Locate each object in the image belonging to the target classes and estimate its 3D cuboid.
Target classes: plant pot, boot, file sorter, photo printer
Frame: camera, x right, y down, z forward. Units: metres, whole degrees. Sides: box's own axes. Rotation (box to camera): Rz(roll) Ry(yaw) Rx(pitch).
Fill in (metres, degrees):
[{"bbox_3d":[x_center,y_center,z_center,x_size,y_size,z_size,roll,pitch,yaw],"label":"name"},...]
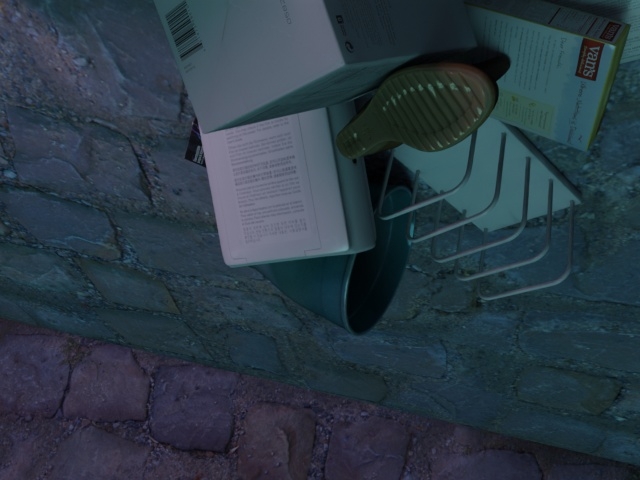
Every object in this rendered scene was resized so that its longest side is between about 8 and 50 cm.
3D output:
[{"bbox_3d":[0.000,0.000,1.168,0.255,0.272,0.272,19,153,24],"label":"plant pot"},{"bbox_3d":[0.146,-0.171,0.720,0.248,0.207,0.090,-8,113,60],"label":"boot"},{"bbox_3d":[0.250,-0.053,1.028,0.277,0.173,0.192,35,144,-28],"label":"file sorter"},{"bbox_3d":[-0.058,-0.123,0.980,0.256,0.308,0.107,-9,-176,32],"label":"photo printer"}]

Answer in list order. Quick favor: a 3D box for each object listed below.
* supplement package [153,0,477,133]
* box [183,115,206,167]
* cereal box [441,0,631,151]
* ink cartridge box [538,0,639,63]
[{"bbox_3d":[-0.004,-0.252,0.678,0.198,0.262,0.199,-15,97,41],"label":"supplement package"},{"bbox_3d":[-0.165,-0.161,1.192,0.162,0.029,0.116,21,148,-10],"label":"box"},{"bbox_3d":[0.240,-0.220,0.806,0.240,0.047,0.173,27,155,24],"label":"cereal box"},{"bbox_3d":[0.332,-0.304,0.714,0.181,0.056,0.225,-6,131,34],"label":"ink cartridge box"}]
